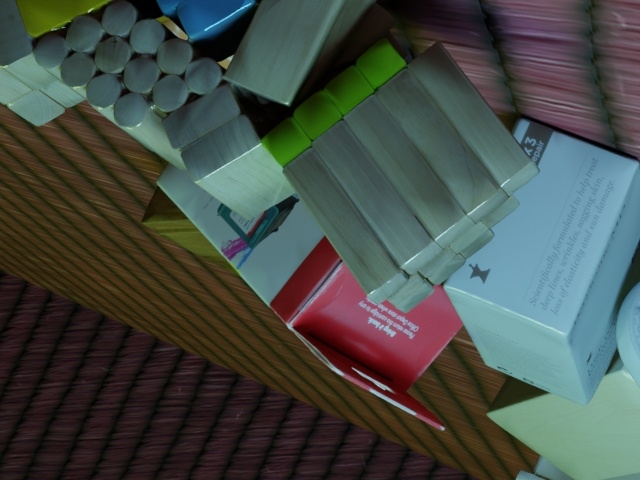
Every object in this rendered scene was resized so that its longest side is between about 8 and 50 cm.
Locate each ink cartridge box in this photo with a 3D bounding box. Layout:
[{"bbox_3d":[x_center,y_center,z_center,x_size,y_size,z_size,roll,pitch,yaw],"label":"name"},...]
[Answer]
[{"bbox_3d":[0.006,0.014,1.187,0.134,0.078,0.231,32,-170,-47],"label":"ink cartridge box"}]

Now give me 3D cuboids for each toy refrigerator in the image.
[{"bbox_3d":[0.231,0.107,1.361,0.102,0.094,0.269,36,162,-5],"label":"toy refrigerator"}]

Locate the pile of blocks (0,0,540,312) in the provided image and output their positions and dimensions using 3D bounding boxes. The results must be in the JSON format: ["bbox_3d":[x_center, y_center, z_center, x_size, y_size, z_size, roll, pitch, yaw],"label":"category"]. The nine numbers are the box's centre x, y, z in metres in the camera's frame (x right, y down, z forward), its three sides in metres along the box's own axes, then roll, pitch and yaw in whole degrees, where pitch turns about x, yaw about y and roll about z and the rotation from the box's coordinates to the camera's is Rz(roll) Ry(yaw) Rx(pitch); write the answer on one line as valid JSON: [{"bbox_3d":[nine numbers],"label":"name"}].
[{"bbox_3d":[-0.042,-0.086,0.991,0.362,0.149,0.112,28,176,21],"label":"pile of blocks"}]

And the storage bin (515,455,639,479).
[{"bbox_3d":[0.387,0.270,1.865,0.262,0.123,0.260,17,167,39],"label":"storage bin"}]

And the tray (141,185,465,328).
[{"bbox_3d":[0.000,0.000,1.539,0.203,0.076,0.411,28,169,-18],"label":"tray"}]

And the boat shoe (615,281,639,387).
[{"bbox_3d":[0.333,0.118,1.178,0.335,0.121,0.119,25,167,-7],"label":"boat shoe"}]

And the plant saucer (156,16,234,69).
[{"bbox_3d":[-0.009,-0.102,1.115,0.200,0.037,0.200,25,170,5],"label":"plant saucer"}]

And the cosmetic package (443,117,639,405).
[{"bbox_3d":[0.149,0.021,1.146,0.085,0.117,0.231,22,171,15],"label":"cosmetic package"}]
